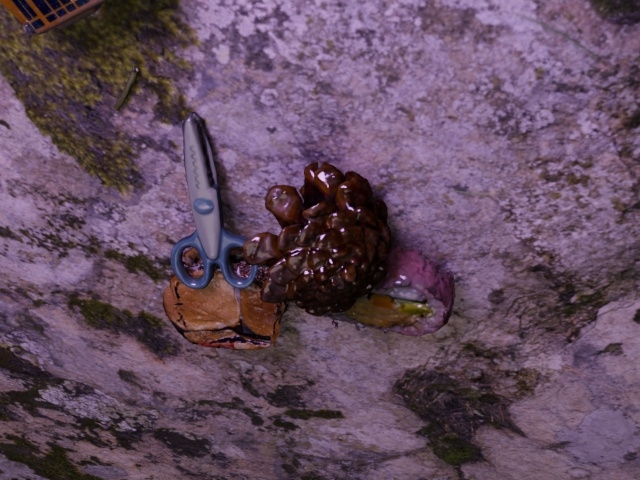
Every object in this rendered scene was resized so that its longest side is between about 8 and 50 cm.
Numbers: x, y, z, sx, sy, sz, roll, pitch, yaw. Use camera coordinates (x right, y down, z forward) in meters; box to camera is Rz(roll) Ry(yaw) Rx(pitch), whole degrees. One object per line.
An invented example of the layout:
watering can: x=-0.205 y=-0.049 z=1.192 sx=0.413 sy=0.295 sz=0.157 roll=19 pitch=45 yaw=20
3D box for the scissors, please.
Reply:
scissors: x=-0.170 y=-0.050 z=0.989 sx=0.137 sy=0.041 sz=0.289 roll=0 pitch=118 yaw=8

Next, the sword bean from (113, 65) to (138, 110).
sword bean: x=-0.266 y=-0.207 z=0.914 sx=0.012 sy=0.012 sz=0.083 roll=28 pitch=133 yaw=-19

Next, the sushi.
sushi: x=0.112 y=0.094 z=1.093 sx=0.161 sy=0.108 sz=0.241 roll=35 pitch=141 yaw=-24

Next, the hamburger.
hamburger: x=-0.161 y=0.096 z=1.155 sx=0.230 sy=0.107 sz=0.231 roll=8 pitch=135 yaw=8

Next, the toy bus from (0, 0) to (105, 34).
toy bus: x=-0.277 y=-0.309 z=0.748 sx=0.181 sy=0.091 sz=0.103 roll=-15 pitch=131 yaw=24

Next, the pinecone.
pinecone: x=0.000 y=-0.002 z=0.943 sx=0.202 sy=0.201 sz=0.229 roll=-13 pitch=136 yaw=18
